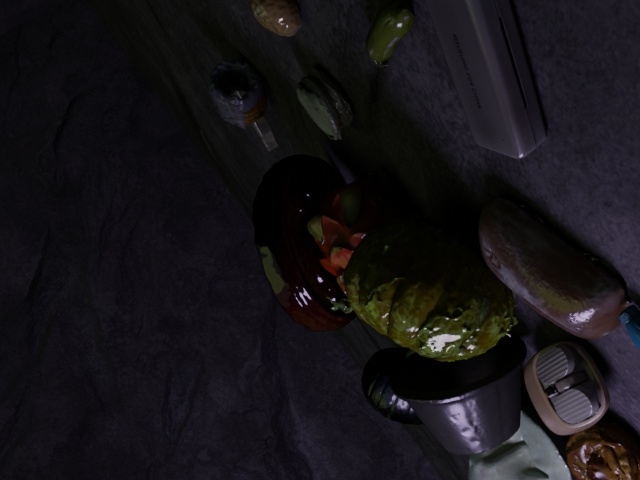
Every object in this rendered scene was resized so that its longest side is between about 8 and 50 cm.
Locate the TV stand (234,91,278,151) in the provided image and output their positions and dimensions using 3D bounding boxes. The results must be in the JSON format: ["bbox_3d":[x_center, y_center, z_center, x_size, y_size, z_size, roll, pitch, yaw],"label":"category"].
[{"bbox_3d":[-0.187,-0.358,1.975,0.042,0.036,0.249,33,156,56],"label":"TV stand"}]

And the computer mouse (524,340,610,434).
[{"bbox_3d":[0.408,0.255,1.200,0.236,0.082,0.145,84,166,-69],"label":"computer mouse"}]

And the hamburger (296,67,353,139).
[{"bbox_3d":[0.006,-0.270,1.398,0.140,0.062,0.133,46,167,27],"label":"hamburger"}]

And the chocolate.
[{"bbox_3d":[0.316,0.050,1.032,0.261,0.083,0.161,45,167,37],"label":"chocolate"}]

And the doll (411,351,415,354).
[{"bbox_3d":[0.291,0.269,1.606,0.201,0.156,0.303,24,153,56],"label":"doll"}]

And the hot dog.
[{"bbox_3d":[0.516,0.412,1.248,0.227,0.099,0.160,58,173,-32],"label":"hot dog"}]

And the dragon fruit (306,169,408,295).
[{"bbox_3d":[0.088,-0.010,1.441,0.224,0.224,0.227,77,171,-62],"label":"dragon fruit"}]

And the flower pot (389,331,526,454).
[{"bbox_3d":[0.281,0.301,1.358,0.166,0.269,0.269,71,165,-11],"label":"flower pot"}]

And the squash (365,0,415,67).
[{"bbox_3d":[0.094,-0.295,1.014,0.052,0.052,0.183,54,172,-1],"label":"squash"}]

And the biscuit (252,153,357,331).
[{"bbox_3d":[0.000,0.000,1.589,0.091,0.407,0.407,-15,118,31],"label":"biscuit"}]

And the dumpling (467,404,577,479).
[{"bbox_3d":[0.430,0.456,1.471,0.320,0.211,0.270,31,115,32],"label":"dumpling"}]

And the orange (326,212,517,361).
[{"bbox_3d":[0.189,0.078,1.210,0.301,0.223,0.300,30,-166,37],"label":"orange"}]

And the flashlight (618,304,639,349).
[{"bbox_3d":[0.436,0.140,0.905,0.129,0.051,0.051,52,169,26],"label":"flashlight"}]

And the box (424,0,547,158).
[{"bbox_3d":[0.193,-0.214,0.830,0.103,0.055,0.244,37,160,56],"label":"box"}]

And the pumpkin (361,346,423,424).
[{"bbox_3d":[0.248,0.389,2.027,0.248,0.248,0.248,51,168,15],"label":"pumpkin"}]

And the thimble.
[{"bbox_3d":[-0.211,-0.375,1.794,0.151,0.127,0.118,43,166,24],"label":"thimble"}]

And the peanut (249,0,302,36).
[{"bbox_3d":[-0.100,-0.444,1.272,0.174,0.080,0.080,54,169,-9],"label":"peanut"}]
